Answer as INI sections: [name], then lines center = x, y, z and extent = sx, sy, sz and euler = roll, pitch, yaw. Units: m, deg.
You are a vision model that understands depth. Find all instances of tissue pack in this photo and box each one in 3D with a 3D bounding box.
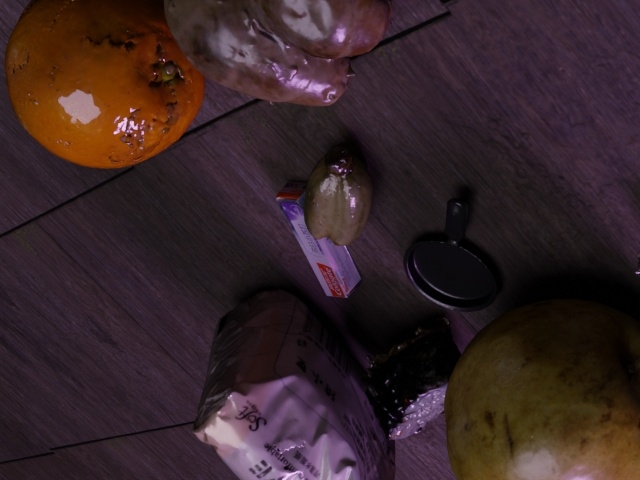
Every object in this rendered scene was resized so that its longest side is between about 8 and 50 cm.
[tissue pack]
center = -0.016, 0.280, 1.926
extent = 0.195, 0.390, 0.375
euler = -38, 104, 19

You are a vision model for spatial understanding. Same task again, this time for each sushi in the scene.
[sushi]
center = 0.125, 0.209, 1.887
extent = 0.115, 0.147, 0.212
euler = 59, 158, 17

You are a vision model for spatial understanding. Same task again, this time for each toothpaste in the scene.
[toothpaste]
center = 0.000, 0.000, 1.826
extent = 0.047, 0.040, 0.196
euler = 5, 137, 36

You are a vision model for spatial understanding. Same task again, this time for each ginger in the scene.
[ginger]
center = -0.032, -0.274, 1.448
extent = 0.244, 0.155, 0.304
euler = 46, 135, -8

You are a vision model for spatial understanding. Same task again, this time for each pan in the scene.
[pan]
center = 0.178, 0.014, 1.717
extent = 0.136, 0.028, 0.235
euler = 21, 146, 15

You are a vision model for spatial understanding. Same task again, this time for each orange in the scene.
[orange]
center = -0.268, -0.210, 1.600
extent = 0.246, 0.246, 0.246
euler = 20, 143, 16

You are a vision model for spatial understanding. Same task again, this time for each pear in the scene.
[pear]
center = 0.311, 0.215, 1.652
extent = 0.304, 0.304, 0.304
euler = 20, 143, 16

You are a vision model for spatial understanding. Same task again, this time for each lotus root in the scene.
[lotus root]
center = 0.025, -0.061, 1.700
extent = 0.090, 0.077, 0.183
euler = 17, 146, 8

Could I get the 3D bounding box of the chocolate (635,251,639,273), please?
[chocolate]
center = 0.487, 0.108, 1.574
extent = 0.102, 0.065, 0.329
euler = -23, 121, 26
